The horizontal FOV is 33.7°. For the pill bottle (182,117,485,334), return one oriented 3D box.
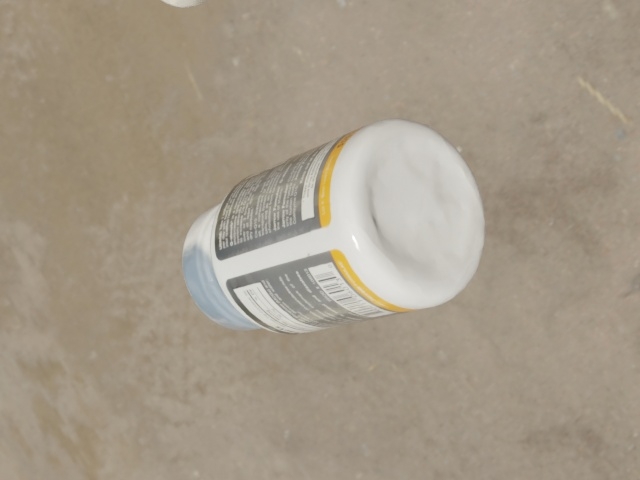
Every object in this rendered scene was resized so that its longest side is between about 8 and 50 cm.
[{"bbox_3d":[0.000,0.000,0.957,0.278,0.162,0.162,-17,102,51],"label":"pill bottle"}]

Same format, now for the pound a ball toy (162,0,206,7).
[{"bbox_3d":[-0.117,-0.300,0.745,0.208,0.135,0.319,53,161,-1],"label":"pound a ball toy"}]
